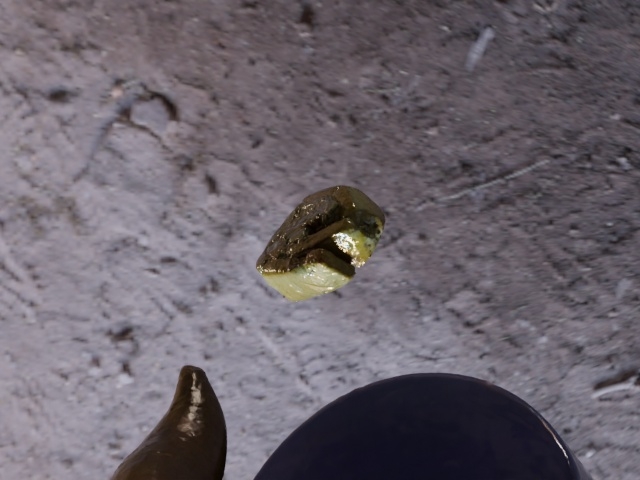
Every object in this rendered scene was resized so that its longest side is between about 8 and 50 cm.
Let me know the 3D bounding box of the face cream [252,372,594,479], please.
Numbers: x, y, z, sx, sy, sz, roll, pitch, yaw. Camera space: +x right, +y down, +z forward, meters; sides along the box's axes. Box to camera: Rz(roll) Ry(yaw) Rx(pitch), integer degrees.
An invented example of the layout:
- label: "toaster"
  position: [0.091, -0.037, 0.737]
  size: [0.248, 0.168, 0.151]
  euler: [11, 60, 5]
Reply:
- label: "face cream"
  position: [0.092, 0.245, 0.861]
  size: [0.249, 0.225, 0.249]
  euler: [-19, 47, 21]

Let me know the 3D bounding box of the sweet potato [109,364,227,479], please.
- label: "sweet potato"
  position: [-0.077, 0.156, 0.664]
  size: [0.069, 0.249, 0.059]
  euler: [-4, 121, -5]

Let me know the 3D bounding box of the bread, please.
- label: "bread"
  position: [0.000, 0.000, 1.310]
  size: [0.156, 0.064, 0.117]
  euler: [-23, 35, 56]
